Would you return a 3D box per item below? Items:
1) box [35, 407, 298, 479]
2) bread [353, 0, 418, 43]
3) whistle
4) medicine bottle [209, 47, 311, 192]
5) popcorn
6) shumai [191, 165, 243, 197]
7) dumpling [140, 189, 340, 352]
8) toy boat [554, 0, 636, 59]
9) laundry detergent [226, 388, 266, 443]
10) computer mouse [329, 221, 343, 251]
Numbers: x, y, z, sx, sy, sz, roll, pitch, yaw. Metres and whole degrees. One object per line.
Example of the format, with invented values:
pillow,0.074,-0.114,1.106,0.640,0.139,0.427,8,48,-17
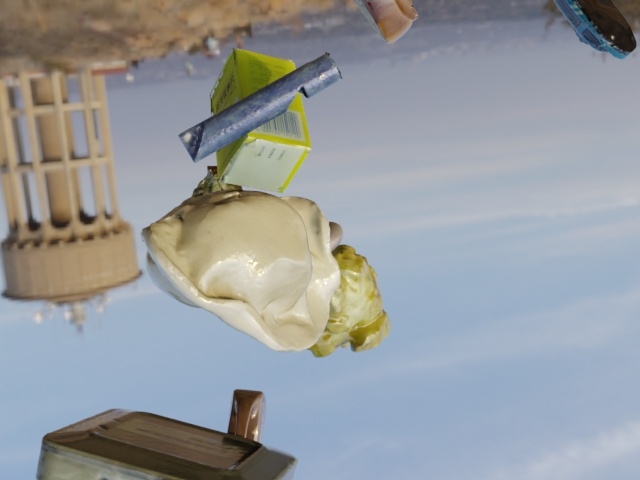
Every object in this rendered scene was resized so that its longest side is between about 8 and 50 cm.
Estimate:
box,-0.262,0.408,1.784,0.396,0.111,0.396,12,180,9
bread,0.078,-0.445,1.689,0.070,0.236,0.236,-35,-172,5
whistle,-0.106,-0.236,1.753,0.304,0.062,0.062,-30,-168,-5
medicine bottle,-0.118,-0.231,1.895,0.141,0.250,0.137,9,140,-23
popcorn,0.000,0.122,2.014,0.250,0.241,0.235,6,-156,41
shumai,-0.204,-0.113,2.070,0.124,0.087,0.099,8,-175,-10
dumpling,-0.102,0.048,1.279,0.187,0.242,0.318,-33,173,37
toy boat,0.578,-0.513,2.213,0.134,0.298,0.092,-27,170,-47
laundry detergent,-0.163,0.427,2.048,0.076,0.237,0.171,6,147,2
computer mouse,0.000,-0.002,1.846,0.096,0.039,0.066,-41,-145,-27
